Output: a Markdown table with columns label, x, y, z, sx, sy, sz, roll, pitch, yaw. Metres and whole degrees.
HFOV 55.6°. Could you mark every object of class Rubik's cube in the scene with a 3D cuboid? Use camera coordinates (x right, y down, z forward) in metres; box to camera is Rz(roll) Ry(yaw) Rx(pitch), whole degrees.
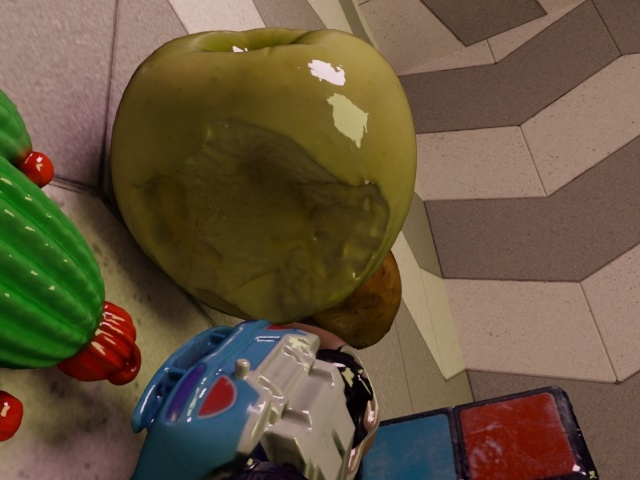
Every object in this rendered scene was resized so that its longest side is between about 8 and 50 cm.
| label | x | y | z | sx | sy | sz | roll | pitch | yaw |
| --- | --- | --- | --- | --- | --- | --- | --- | --- | --- |
| Rubik's cube | 0.229 | 0.431 | 0.802 | 0.318 | 0.316 | 0.313 | -85 | 155 | -58 |

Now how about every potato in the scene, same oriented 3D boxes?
| label | x | y | z | sx | sy | sz | roll | pitch | yaw |
| --- | --- | --- | --- | --- | --- | --- | --- | --- | --- |
| potato | 0.000 | 0.000 | 0.834 | 0.369 | 0.176 | 0.195 | 55 | 51 | -35 |

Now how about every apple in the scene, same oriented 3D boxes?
| label | x | y | z | sx | sy | sz | roll | pitch | yaw |
| --- | --- | --- | --- | --- | --- | --- | --- | --- | --- |
| apple | -0.051 | -0.066 | 0.550 | 0.279 | 0.279 | 0.279 | -18 | 90 | -73 |

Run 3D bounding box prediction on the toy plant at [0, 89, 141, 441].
| label | x | y | z | sx | sy | sz | roll | pitch | yaw |
| --- | --- | --- | --- | --- | --- | --- | --- | --- | --- |
| toy plant | -0.185 | 0.028 | 0.335 | 0.154 | 0.088 | 0.240 | -58 | 140 | -54 |

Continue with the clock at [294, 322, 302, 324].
| label | x | y | z | sx | sy | sz | roll | pitch | yaw |
| --- | --- | --- | --- | --- | --- | --- | --- | --- | --- |
| clock | -0.013 | 0.201 | 0.749 | 0.236 | 0.053 | 0.236 | -19 | 90 | -74 |

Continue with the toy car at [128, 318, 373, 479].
| label | x | y | z | sx | sy | sz | roll | pitch | yaw |
| --- | --- | --- | --- | --- | --- | --- | --- | --- | --- |
| toy car | -0.064 | 0.210 | 0.411 | 0.198 | 0.166 | 0.314 | -41 | 141 | -70 |

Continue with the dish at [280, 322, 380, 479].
| label | x | y | z | sx | sy | sz | roll | pitch | yaw |
| --- | --- | --- | --- | --- | --- | --- | --- | --- | --- |
| dish | -0.008 | 0.178 | 0.615 | 0.213 | 0.090 | 0.213 | 27 | 53 | -44 |
